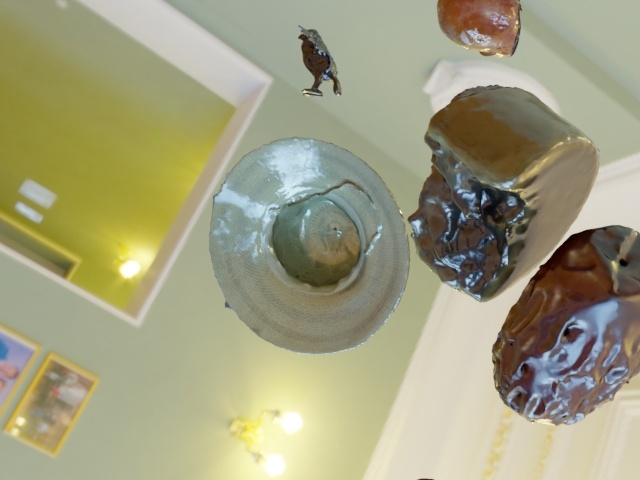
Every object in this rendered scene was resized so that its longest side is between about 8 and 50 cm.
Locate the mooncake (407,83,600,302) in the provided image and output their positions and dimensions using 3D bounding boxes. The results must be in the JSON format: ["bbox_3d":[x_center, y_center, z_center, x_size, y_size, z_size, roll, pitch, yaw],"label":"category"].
[{"bbox_3d":[0.312,-0.081,1.579,0.394,0.393,0.246,-54,-126,21],"label":"mooncake"}]

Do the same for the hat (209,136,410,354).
[{"bbox_3d":[0.000,0.000,0.989,0.252,0.252,0.110,-49,171,26],"label":"hat"}]

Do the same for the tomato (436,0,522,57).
[{"bbox_3d":[0.338,-0.504,1.877,0.214,0.155,0.181,-105,-164,-46],"label":"tomato"}]

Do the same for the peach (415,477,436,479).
[{"bbox_3d":[0.186,0.542,1.441,0.189,0.068,0.279,23,-79,42],"label":"peach"}]

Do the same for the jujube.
[{"bbox_3d":[0.447,0.154,1.457,0.258,0.258,0.377,-99,-153,-65],"label":"jujube"}]

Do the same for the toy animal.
[{"bbox_3d":[-0.001,-0.271,1.300,0.220,0.062,0.108,26,59,-79],"label":"toy animal"}]
